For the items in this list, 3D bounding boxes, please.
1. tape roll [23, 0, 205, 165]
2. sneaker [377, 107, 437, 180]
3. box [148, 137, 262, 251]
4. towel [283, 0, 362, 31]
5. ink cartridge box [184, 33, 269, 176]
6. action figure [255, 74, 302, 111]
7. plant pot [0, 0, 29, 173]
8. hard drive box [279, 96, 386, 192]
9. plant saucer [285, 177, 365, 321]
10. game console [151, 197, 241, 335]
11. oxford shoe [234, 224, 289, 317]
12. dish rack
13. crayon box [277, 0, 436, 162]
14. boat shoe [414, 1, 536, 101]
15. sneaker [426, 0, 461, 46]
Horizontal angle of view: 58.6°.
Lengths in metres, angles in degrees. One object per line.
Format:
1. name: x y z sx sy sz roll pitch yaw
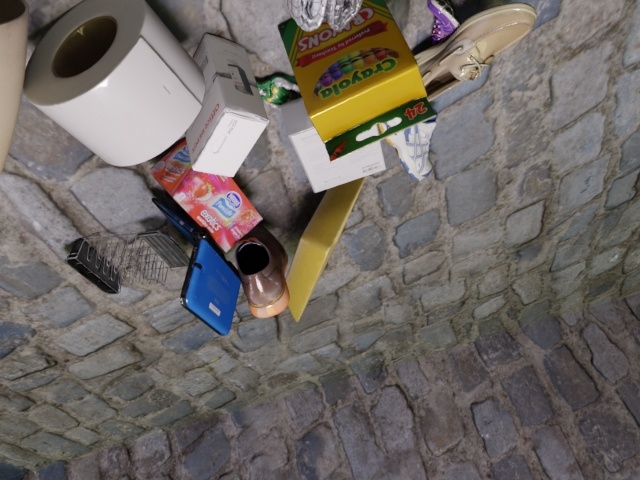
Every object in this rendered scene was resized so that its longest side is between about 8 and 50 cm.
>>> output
1. tape roll: -0.342 -0.272 0.964 0.246 0.246 0.169 -25 146 11
2. sneaker: 0.234 -0.251 1.372 0.131 0.111 0.296 -28 145 15
3. box: -0.258 -0.103 1.319 0.128 0.123 0.257 -43 146 -8
4. towel: -0.001 -0.486 0.820 0.121 0.235 0.283 -9 147 -19
5. ink cartridge box: -0.191 -0.254 1.079 0.092 0.217 0.158 9 138 -34
6. action figure: -0.042 -0.301 1.226 0.232 0.063 0.137 9 141 -29
7. plant pot: -0.568 -0.223 0.860 0.257 0.256 0.274 -3 127 -21
8. hard drive box: 0.035 -0.221 1.240 0.181 0.089 0.232 -18 152 4
9. plant saucer: 0.000 0.000 1.509 0.081 0.332 0.332 25 139 2
10. game console: -0.316 0.072 1.393 0.173 0.250 0.293 5 157 13
11. oxford shoe: -0.153 0.034 1.428 0.130 0.363 0.132 -21 122 -3
12. dish rack: -0.485 0.054 1.480 0.272 0.074 0.208 -7 149 12
13. crayon box: 0.057 -0.310 1.019 0.202 0.318 0.081 -24 146 9
14. boat shoe: 0.294 -0.363 1.143 0.109 0.098 0.302 12 158 -41
15. sneaker: 0.254 -0.430 1.166 0.071 0.068 0.170 -25 147 22
